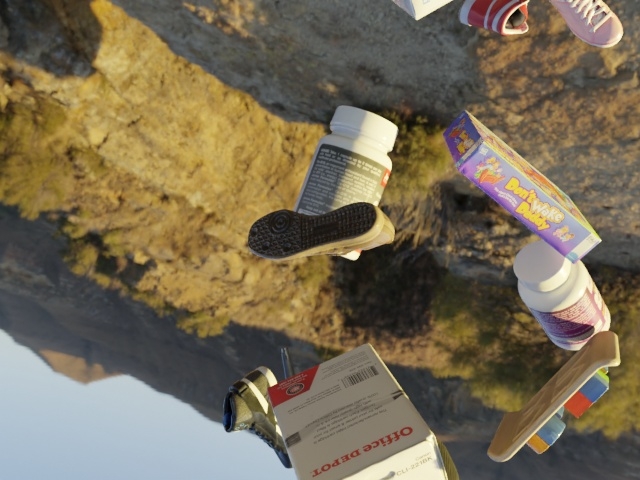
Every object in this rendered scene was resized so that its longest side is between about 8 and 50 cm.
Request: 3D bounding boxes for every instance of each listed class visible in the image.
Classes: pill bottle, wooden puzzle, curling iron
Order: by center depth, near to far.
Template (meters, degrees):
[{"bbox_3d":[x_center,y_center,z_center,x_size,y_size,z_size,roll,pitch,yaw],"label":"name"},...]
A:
[{"bbox_3d":[0.049,-0.117,1.288,0.161,0.283,0.161,21,180,0],"label":"pill bottle"},{"bbox_3d":[0.555,0.364,1.450,0.080,0.348,0.322,46,-160,14],"label":"wooden puzzle"},{"bbox_3d":[-0.068,0.392,1.503,0.068,0.274,0.035,-8,-179,38],"label":"curling iron"},{"bbox_3d":[0.596,0.133,1.570,0.169,0.169,0.301,5,149,45],"label":"pill bottle"}]

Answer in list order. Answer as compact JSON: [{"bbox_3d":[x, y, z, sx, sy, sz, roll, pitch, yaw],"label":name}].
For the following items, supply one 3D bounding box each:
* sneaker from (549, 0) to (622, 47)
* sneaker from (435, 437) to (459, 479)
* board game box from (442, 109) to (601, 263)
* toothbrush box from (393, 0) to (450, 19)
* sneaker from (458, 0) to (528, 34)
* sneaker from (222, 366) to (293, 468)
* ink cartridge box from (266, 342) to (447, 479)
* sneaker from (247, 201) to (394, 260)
[{"bbox_3d":[0.351,-0.316,0.848,0.134,0.051,0.070,49,-165,10],"label":"sneaker"},{"bbox_3d":[0.186,0.505,1.457,0.330,0.122,0.146,43,125,-19],"label":"sneaker"},{"bbox_3d":[0.437,-0.123,1.395,0.347,0.078,0.233,35,-156,-15],"label":"board game box"},{"bbox_3d":[0.088,-0.466,0.847,0.216,0.126,0.295,61,180,-44],"label":"toothbrush box"},{"bbox_3d":[0.210,-0.263,0.673,0.067,0.118,0.042,36,166,33],"label":"sneaker"},{"bbox_3d":[-0.126,0.369,1.236,0.121,0.217,0.079,-24,-172,-33],"label":"sneaker"},{"bbox_3d":[0.047,0.303,0.980,0.197,0.114,0.273,-23,-157,-7],"label":"ink cartridge box"},{"bbox_3d":[0.000,0.000,0.772,0.188,0.066,0.071,-5,156,31],"label":"sneaker"}]
